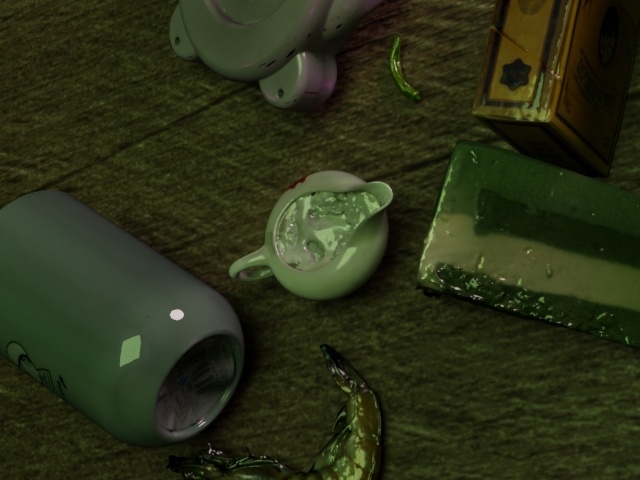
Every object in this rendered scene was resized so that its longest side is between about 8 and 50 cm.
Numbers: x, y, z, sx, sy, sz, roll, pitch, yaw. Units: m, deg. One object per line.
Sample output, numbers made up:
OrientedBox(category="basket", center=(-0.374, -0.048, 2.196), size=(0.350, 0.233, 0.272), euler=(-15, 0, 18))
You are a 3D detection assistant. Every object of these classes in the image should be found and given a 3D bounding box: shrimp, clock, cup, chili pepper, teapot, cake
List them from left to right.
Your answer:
OrientedBox(category="cup", center=(-0.247, 0.093, 1.372), size=(0.312, 0.205, 0.205), euler=(29, 93, 32))
OrientedBox(category="shrimp", center=(-0.047, 0.208, 1.324), size=(0.262, 0.051, 0.198), euler=(3, 72, 29))
OrientedBox(category="clock", center=(-0.048, -0.334, 1.387), size=(0.295, 0.113, 0.322), euler=(30, 112, 36))
OrientedBox(category="teapot", center=(0.000, 0.000, 1.318), size=(0.226, 0.092, 0.145), euler=(-28, 62, 23))
OrientedBox(category="chili pepper", center=(0.095, -0.192, 1.356), size=(0.030, 0.017, 0.083), euler=(-29, 67, 20))
OrientedBox(category="cake", center=(0.227, 0.010, 1.138), size=(0.283, 0.172, 0.158), euler=(17, 88, 31))

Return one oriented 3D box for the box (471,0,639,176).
OrientedBox(category="box", center=(0.250, -0.233, 1.170), size=(0.084, 0.193, 0.301), euler=(10, 83, 33))
